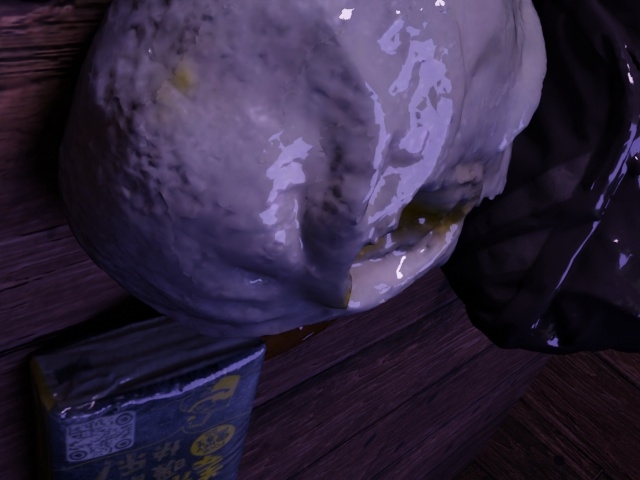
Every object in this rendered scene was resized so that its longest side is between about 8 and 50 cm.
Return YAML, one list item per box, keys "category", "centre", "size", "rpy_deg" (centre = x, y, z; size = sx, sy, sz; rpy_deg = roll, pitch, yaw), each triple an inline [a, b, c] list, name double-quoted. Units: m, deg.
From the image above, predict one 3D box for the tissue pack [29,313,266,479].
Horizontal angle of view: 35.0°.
- category: "tissue pack"
  centre: [-0.157, 0.171, 0.907]
  size: [0.185, 0.081, 0.257]
  rpy_deg: [-15, 145, -24]

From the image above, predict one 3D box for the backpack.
- category: "backpack"
  centre: [0.262, -0.136, 0.841]
  size: [0.255, 0.363, 0.445]
  rpy_deg: [10, 126, -25]

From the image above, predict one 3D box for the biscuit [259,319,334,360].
- category: "biscuit"
  centre: [0.001, 0.001, 1.020]
  size: [0.367, 0.063, 0.314]
  rpy_deg: [-14, 141, -56]

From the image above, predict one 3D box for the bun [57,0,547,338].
- category: "bun"
  centre: [0.005, -0.074, 0.684]
  size: [0.362, 0.211, 0.362]
  rpy_deg: [-40, 159, -19]
